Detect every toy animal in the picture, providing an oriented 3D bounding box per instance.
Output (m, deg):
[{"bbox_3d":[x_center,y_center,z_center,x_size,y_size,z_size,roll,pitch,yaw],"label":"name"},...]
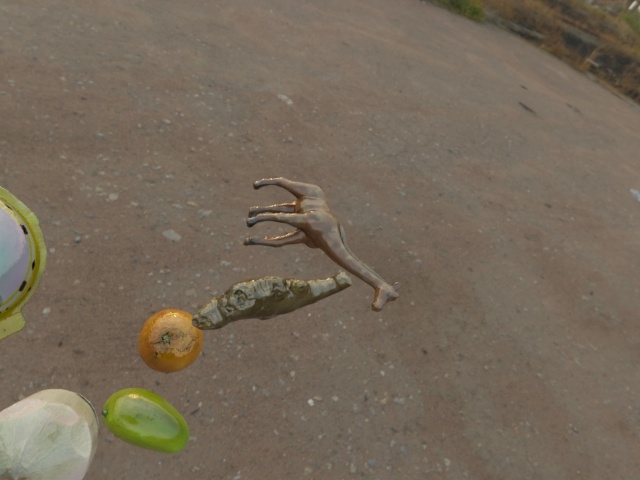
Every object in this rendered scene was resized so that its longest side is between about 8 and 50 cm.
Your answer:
[{"bbox_3d":[0.000,0.000,0.639,0.229,0.066,0.224,7,51,-8],"label":"toy animal"}]

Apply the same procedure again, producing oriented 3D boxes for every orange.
[{"bbox_3d":[-0.584,0.392,1.649,0.246,0.246,0.246,17,40,-15],"label":"orange"}]

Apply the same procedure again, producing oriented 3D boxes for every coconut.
[{"bbox_3d":[-0.559,0.409,0.826,0.224,0.234,0.224,0,87,-8],"label":"coconut"}]

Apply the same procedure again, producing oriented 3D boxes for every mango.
[{"bbox_3d":[-0.527,0.549,1.282,0.273,0.185,0.149,27,67,1],"label":"mango"}]

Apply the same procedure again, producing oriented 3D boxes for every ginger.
[{"bbox_3d":[-0.100,0.118,0.869,0.333,0.166,0.080,-8,70,-43],"label":"ginger"}]

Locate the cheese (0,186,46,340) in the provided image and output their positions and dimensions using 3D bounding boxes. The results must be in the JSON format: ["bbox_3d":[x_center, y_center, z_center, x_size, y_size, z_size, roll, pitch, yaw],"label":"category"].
[{"bbox_3d":[-0.337,-0.020,0.351,0.156,0.064,0.250,-29,106,-35],"label":"cheese"}]
